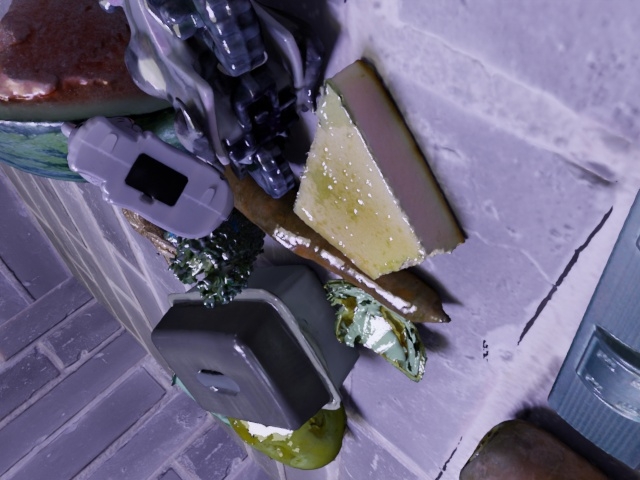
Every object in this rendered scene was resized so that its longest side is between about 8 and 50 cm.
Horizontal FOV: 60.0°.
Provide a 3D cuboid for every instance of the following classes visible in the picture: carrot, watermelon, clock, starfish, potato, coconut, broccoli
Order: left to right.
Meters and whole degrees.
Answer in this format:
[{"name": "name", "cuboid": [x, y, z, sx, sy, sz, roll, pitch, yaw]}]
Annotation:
[{"name": "watermelon", "cuboid": [-0.299, -0.185, 0.719, 0.292, 0.283, 0.250, 65, 147, 28]}, {"name": "starfish", "cuboid": [-0.373, -0.037, 1.195, 0.236, 0.062, 0.277, 35, 155, 38]}, {"name": "clock", "cuboid": [-0.175, -0.069, 0.571, 0.176, 0.079, 0.117, 29, -178, -35]}, {"name": "broccoli", "cuboid": [-0.149, 0.000, 0.743, 0.160, 0.155, 0.167, -33, 90, 47]}, {"name": "potato", "cuboid": [-0.066, 0.307, 1.021, 0.253, 0.186, 0.148, 50, -162, 8]}, {"name": "carrot", "cuboid": [0.001, -0.001, 0.636, 0.342, 0.070, 0.070, 36, 151, 22]}, {"name": "coconut", "cuboid": [0.065, 0.102, 0.681, 0.158, 0.055, 0.133, 52, 155, -3]}, {"name": "carrot", "cuboid": [0.280, 0.306, 0.544, 0.302, 0.139, 0.138, 35, 151, 27]}]

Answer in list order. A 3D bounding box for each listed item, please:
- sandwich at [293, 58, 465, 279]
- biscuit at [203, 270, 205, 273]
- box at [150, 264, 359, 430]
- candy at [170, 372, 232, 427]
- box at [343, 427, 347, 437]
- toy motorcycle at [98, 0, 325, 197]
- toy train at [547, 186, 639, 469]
[{"name": "sandwich", "cuboid": [0.058, -0.041, 0.503, 0.162, 0.058, 0.193, 40, 151, 14]}, {"name": "biscuit", "cuboid": [-0.203, 0.006, 0.996, 0.133, 0.032, 0.250, 36, 150, 23]}, {"name": "box", "cuboid": [-0.102, 0.156, 0.836, 0.291, 0.166, 0.220, -8, 119, 46]}, {"name": "candy", "cuboid": [-0.184, 0.278, 1.238, 0.263, 0.172, 0.397, 30, 129, 15]}, {"name": "box", "cuboid": [-0.022, 0.396, 1.162, 0.111, 0.111, 0.177, 56, 153, -15]}, {"name": "toy motorcycle", "cuboid": [-0.095, -0.161, 0.500, 0.188, 0.143, 0.327, 50, 170, 15]}, {"name": "toy train", "cuboid": [0.209, 0.000, 0.289, 0.086, 0.089, 0.409, 37, 153, 33]}]
